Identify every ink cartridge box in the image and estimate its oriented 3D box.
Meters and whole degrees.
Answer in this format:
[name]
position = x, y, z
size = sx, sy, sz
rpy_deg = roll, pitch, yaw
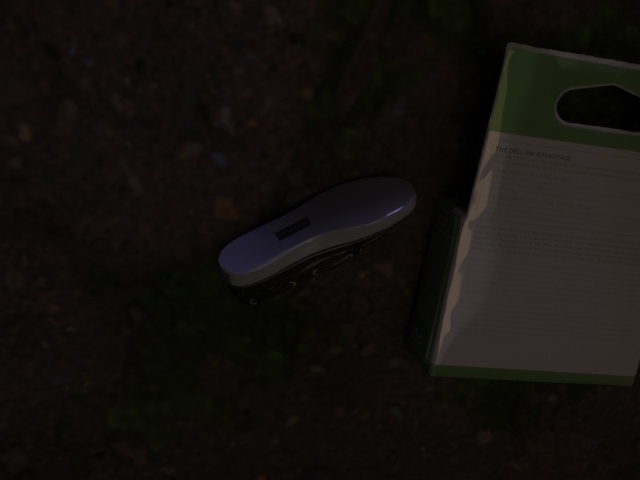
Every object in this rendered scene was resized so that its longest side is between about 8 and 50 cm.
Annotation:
[ink cartridge box]
position = 0.168, -0.014, 0.723
size = 0.171, 0.056, 0.235
rpy_deg = 6, 106, -17

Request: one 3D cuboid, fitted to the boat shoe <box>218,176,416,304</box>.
[boat shoe]
position = 0.000, 0.000, 0.691
size = 0.142, 0.049, 0.040
rpy_deg = -23, 133, -4
